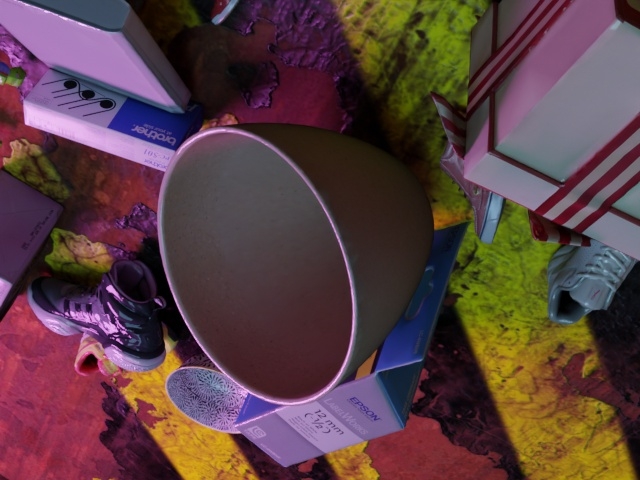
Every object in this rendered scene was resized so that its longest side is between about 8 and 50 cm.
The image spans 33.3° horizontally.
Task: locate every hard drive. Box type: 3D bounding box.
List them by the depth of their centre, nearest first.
[{"bbox_3d":[-0.273,-0.231,1.219,0.203,0.040,0.307,21,174,7],"label":"hard drive"}]

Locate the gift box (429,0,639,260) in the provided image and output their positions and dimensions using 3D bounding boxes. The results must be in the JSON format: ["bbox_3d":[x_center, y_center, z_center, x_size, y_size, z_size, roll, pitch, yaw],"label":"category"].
[{"bbox_3d":[0.267,-0.162,1.026,0.276,0.255,0.258,26,137,-12],"label":"gift box"}]

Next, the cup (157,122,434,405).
[{"bbox_3d":[0.000,0.000,1.282,0.331,0.237,0.331,22,122,40],"label":"cup"}]

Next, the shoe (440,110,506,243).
[{"bbox_3d":[0.186,-0.077,1.291,0.081,0.063,0.178,13,132,13],"label":"shoe"}]

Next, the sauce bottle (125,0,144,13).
[{"bbox_3d":[-0.351,-0.362,1.199,0.344,0.111,0.111,29,139,0],"label":"sauce bottle"}]

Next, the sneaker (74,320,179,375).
[{"bbox_3d":[-0.322,0.185,1.766,0.208,0.094,0.081,-15,125,33],"label":"sneaker"}]

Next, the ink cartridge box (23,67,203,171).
[{"bbox_3d":[-0.265,-0.162,1.375,0.207,0.097,0.046,19,139,5],"label":"ink cartridge box"}]

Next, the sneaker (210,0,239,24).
[{"bbox_3d":[-0.111,-0.300,1.203,0.067,0.042,0.118,30,131,-13],"label":"sneaker"}]

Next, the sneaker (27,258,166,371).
[{"bbox_3d":[-0.344,0.085,1.675,0.268,0.101,0.153,27,120,22],"label":"sneaker"}]

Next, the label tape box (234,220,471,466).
[{"bbox_3d":[0.067,0.141,1.426,0.347,0.249,0.115,-25,120,40],"label":"label tape box"}]

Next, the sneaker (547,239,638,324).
[{"bbox_3d":[0.345,0.028,1.284,0.090,0.115,0.232,24,139,-1],"label":"sneaker"}]

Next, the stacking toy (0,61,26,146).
[{"bbox_3d":[-0.514,-0.232,1.455,0.221,0.052,0.167,30,140,-10],"label":"stacking toy"}]

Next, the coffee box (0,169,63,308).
[{"bbox_3d":[-0.525,0.051,1.662,0.119,0.168,0.297,32,137,-10],"label":"coffee box"}]

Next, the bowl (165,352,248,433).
[{"bbox_3d":[-0.161,0.233,1.753,0.170,0.080,0.170,13,138,12],"label":"bowl"}]
